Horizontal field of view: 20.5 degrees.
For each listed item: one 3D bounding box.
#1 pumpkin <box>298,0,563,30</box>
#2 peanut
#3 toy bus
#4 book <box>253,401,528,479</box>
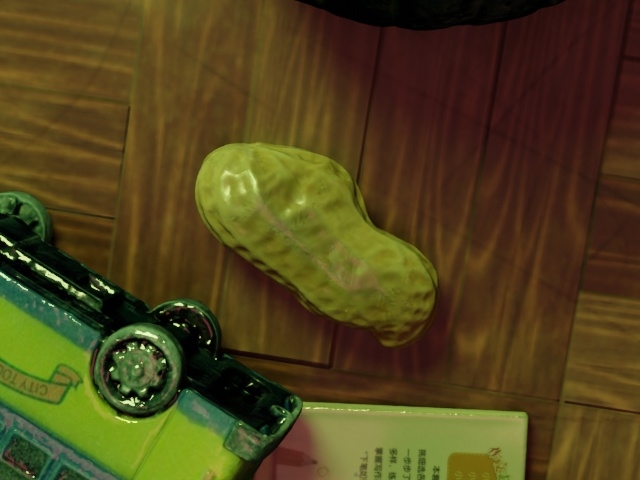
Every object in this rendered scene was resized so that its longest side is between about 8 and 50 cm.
[{"bbox_3d":[0.067,-0.261,1.081,0.315,0.238,0.315,0,64,-1],"label":"pumpkin"},{"bbox_3d":[0.000,0.000,1.213,0.194,0.083,0.093,35,64,-9],"label":"peanut"},{"bbox_3d":[-0.187,0.100,1.186,0.312,0.152,0.190,32,99,4],"label":"toy bus"},{"bbox_3d":[-0.002,0.218,1.279,0.295,0.020,0.208,3,99,2],"label":"book"}]
